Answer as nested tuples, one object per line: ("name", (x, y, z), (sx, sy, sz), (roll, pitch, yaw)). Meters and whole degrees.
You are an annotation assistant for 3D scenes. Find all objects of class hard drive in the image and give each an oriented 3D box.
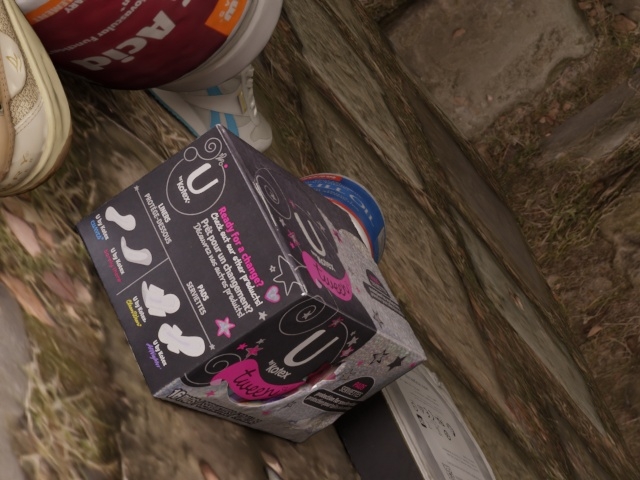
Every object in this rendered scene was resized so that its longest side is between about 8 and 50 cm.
("hard drive", (0.117, 0.247, 1.422), (0.237, 0.064, 0.339), (36, 24, -55))

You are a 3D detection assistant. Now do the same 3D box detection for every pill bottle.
("pill bottle", (-0.181, -0.242, 1.198), (0.224, 0.224, 0.392), (58, 14, 14))
("pill bottle", (0.000, 0.000, 1.475), (0.124, 0.124, 0.221), (54, 12, -5))

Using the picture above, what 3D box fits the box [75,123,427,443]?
("box", (-0.044, 0.043, 1.165), (0.163, 0.142, 0.247), (61, 14, 26))

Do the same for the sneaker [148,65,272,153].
("sneaker", (-0.104, -0.157, 1.565), (0.228, 0.092, 0.087), (39, 19, -54))

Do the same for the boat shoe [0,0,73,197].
("boat shoe", (-0.273, -0.185, 0.950), (0.341, 0.121, 0.110), (58, 12, 5))
